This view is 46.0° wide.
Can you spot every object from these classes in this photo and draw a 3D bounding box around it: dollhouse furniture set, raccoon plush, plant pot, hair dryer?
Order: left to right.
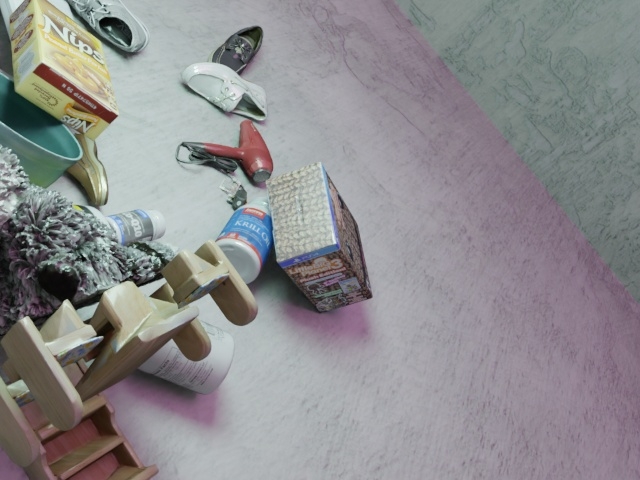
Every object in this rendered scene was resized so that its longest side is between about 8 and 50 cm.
[{"bbox_3d":[-0.599,-0.168,1.320,0.293,0.196,0.293,41,8,-7],"label":"plant pot"},{"bbox_3d":[-0.429,-0.032,1.174,0.299,0.216,0.446,66,14,2],"label":"raccoon plush"},{"bbox_3d":[-0.307,0.242,1.139,0.256,0.394,0.362,55,36,6],"label":"dollhouse furniture set"},{"bbox_3d":[-0.219,-0.228,1.930,0.223,0.080,0.293,42,36,-10],"label":"hair dryer"}]

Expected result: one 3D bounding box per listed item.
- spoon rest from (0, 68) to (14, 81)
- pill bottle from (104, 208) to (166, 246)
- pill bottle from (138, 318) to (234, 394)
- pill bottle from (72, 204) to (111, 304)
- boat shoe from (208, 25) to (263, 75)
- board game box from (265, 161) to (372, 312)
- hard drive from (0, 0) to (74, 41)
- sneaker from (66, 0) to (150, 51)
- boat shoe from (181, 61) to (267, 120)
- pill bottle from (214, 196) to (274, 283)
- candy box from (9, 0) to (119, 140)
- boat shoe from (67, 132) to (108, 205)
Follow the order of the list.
[{"bbox_3d":[-0.676,-0.312,1.506,0.276,0.084,0.137,32,37,-23],"label":"spoon rest"},{"bbox_3d":[-0.391,-0.022,1.558,0.137,0.078,0.078,-20,74,-53],"label":"pill bottle"},{"bbox_3d":[-0.290,0.194,1.427,0.229,0.131,0.131,29,41,-27],"label":"pill bottle"},{"bbox_3d":[-0.534,0.027,1.265,0.334,0.188,0.188,1,58,-47],"label":"pill bottle"},{"bbox_3d":[-0.239,-0.551,2.187,0.103,0.092,0.285,42,36,-12],"label":"boat shoe"},{"bbox_3d":[0.000,0.000,1.796,0.291,0.141,0.232,54,21,-55],"label":"board game box"},{"bbox_3d":[-0.614,-0.451,1.699,0.203,0.040,0.307,15,46,-59],"label":"hard drive"},{"bbox_3d":[-0.540,-0.572,1.848,0.281,0.105,0.115,37,18,-19],"label":"sneaker"},{"bbox_3d":[-0.246,-0.396,2.036,0.277,0.098,0.096,13,49,-42],"label":"boat shoe"},{"bbox_3d":[-0.165,-0.008,1.751,0.124,0.124,0.221,41,36,-13],"label":"pill bottle"},{"bbox_3d":[-0.522,-0.357,1.524,0.183,0.087,0.316,36,20,-42],"label":"candy box"},{"bbox_3d":[-0.498,-0.147,1.579,0.072,0.068,0.190,-4,51,-35],"label":"boat shoe"}]
